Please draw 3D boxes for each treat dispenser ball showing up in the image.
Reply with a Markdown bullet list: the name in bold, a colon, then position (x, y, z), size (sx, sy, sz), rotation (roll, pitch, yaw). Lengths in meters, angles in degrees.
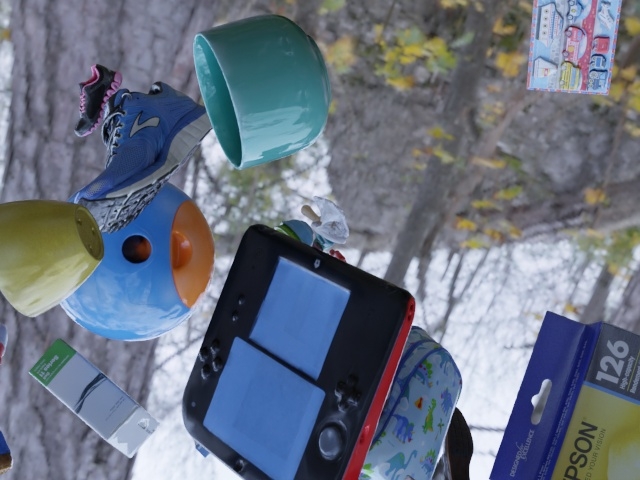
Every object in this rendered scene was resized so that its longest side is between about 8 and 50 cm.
- **treat dispenser ball**: position (-0.324, 0.028, 1.783), size (0.288, 0.288, 0.288), rotation (18, -158, -8)

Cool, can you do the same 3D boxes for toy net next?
- **toy net**: position (0.000, 0.000, 1.584), size (0.122, 0.045, 0.232), rotation (52, 164, -1)

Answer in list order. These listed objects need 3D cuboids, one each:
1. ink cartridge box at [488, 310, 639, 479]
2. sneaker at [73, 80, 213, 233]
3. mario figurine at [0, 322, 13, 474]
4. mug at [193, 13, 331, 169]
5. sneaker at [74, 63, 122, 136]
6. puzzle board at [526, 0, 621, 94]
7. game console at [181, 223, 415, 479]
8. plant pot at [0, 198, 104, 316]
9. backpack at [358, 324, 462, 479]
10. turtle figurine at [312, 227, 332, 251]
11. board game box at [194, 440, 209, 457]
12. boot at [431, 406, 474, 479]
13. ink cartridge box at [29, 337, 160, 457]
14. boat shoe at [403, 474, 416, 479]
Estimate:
- **ink cartridge box**: position (0.462, 0.291, 1.643), size (0.307, 0.304, 0.072), rotation (20, 164, 8)
- **sneaker**: position (-0.285, -0.135, 1.559), size (0.147, 0.130, 0.330), rotation (39, -143, -7)
- **mario figurine**: position (-0.563, 0.208, 1.562), size (0.170, 0.321, 0.198), rotation (-16, 165, 1)
- **mug**: position (-0.052, -0.140, 0.956), size (0.097, 0.130, 0.157), rotation (-19, -166, -14)
- **sneaker**: position (-0.357, -0.220, 1.614), size (0.057, 0.119, 0.047), rotation (30, 174, -41)
- **puzzle board**: position (0.292, -0.228, 1.203), size (0.096, 0.128, 0.011), rotation (5, -145, 10)
- **game console**: position (-0.049, 0.179, 1.478), size (0.060, 0.342, 0.386), rotation (13, -173, -40)
- **plant pot**: position (-0.300, 0.007, 1.168), size (0.095, 0.134, 0.134), rotation (-20, -158, 9)
- **backpack**: position (0.085, 0.303, 1.721), size (0.273, 0.290, 0.356), rotation (-10, -137, 26)
- **turtle figurine**: position (-0.057, 0.063, 2.256), size (0.118, 0.234, 0.175), rotation (44, 170, -25)
- **board game box**: position (-0.206, 0.401, 2.382), size (0.035, 0.201, 0.136), rotation (46, 173, -7)
- **boot**: position (0.254, 0.453, 2.121), size (0.082, 0.106, 0.219), rotation (16, -121, -36)
- **ink cartridge box**: position (-0.409, 0.289, 1.899), size (0.208, 0.087, 0.153), rotation (35, 165, 21)
- **boat shoe**: position (0.195, 0.471, 1.443), size (0.324, 0.096, 0.116), rotation (49, -176, 30)
